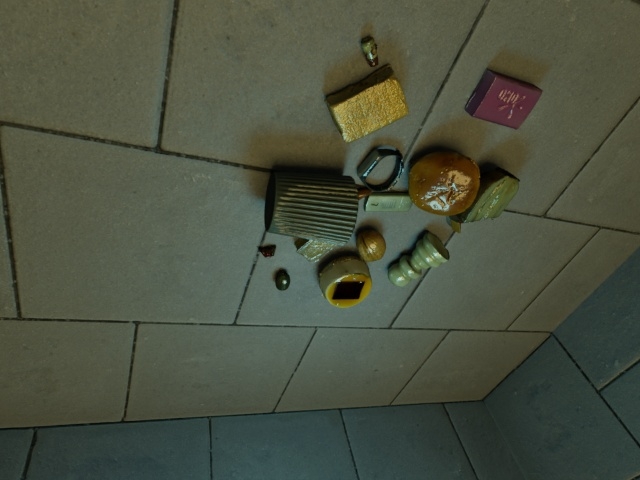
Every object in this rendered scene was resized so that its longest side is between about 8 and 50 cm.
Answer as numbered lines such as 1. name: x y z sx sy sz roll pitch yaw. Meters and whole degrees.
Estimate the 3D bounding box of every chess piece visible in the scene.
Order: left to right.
1. chess piece: 0.499 0.121 2.208 0.182 0.182 0.330 27 124 -35

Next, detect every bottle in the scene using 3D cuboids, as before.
1. bottle: 0.179 -0.661 1.469 0.063 0.047 0.101 -33 134 -2

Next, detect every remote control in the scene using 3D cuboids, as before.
1. remote control: 0.318 -0.179 1.953 0.233 0.038 0.098 -2 131 -15

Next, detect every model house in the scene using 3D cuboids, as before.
1. model house: 0.704 -0.099 2.105 0.100 0.100 0.088 -23 133 2

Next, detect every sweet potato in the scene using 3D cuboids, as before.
1. sweet potato: 0.170 -0.204 1.873 0.194 0.056 0.056 -25 134 -10

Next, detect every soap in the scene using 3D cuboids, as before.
1. soap: -0.001 -0.001 1.985 0.233 0.076 0.135 -38 130 19
2. soap: 0.746 -0.573 1.706 0.259 0.081 0.181 7 128 -23

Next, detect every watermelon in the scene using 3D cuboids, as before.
1. watermelon: -0.190 0.204 2.106 0.078 0.078 0.111 2 128 -19

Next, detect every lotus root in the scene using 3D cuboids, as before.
1. lotus root: 0.776 -0.231 1.957 0.266 0.149 0.260 -10 137 -31

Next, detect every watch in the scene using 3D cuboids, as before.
1. watch: 0.271 -0.307 1.806 0.192 0.068 0.206 17 127 -33

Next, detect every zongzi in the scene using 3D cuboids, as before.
1. zongzi: -0.253 0.061 1.987 0.083 0.067 0.074 3 144 4

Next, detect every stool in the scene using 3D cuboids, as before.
1. stool: -0.048 -0.140 1.712 0.329 0.297 0.297 6 129 -16

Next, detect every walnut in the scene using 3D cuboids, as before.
1. walnut: 0.247 0.021 2.043 0.144 0.144 0.180 -30 128 10

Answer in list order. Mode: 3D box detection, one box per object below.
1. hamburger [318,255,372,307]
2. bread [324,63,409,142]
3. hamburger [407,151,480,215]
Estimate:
1. hamburger: 0.124 0.205 2.142 0.275 0.179 0.294 -2 128 -20
2. bread: 0.174 -0.506 1.565 0.274 0.114 0.185 -27 130 5
3. hamburger: 0.534 -0.255 1.832 0.314 0.170 0.290 10 124 11
